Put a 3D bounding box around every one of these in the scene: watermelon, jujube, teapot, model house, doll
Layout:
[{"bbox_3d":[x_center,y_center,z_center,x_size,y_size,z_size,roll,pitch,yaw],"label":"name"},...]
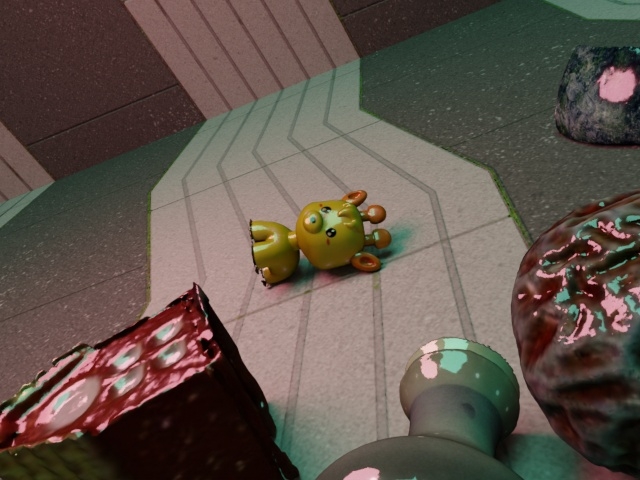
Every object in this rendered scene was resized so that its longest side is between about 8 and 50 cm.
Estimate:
[{"bbox_3d":[0.549,-0.263,0.888,0.318,0.148,0.226,2,28,36],"label":"watermelon"},{"bbox_3d":[0.310,0.058,0.394,0.317,0.226,0.226,-13,28,23],"label":"jujube"},{"bbox_3d":[0.090,0.182,0.404,0.183,0.184,0.251,-11,17,23],"label":"teapot"},{"bbox_3d":[-0.178,0.197,0.537,0.254,0.196,0.160,-30,30,-13],"label":"model house"},{"bbox_3d":[0.000,0.000,0.860,0.220,0.135,0.143,-14,60,6],"label":"doll"}]
